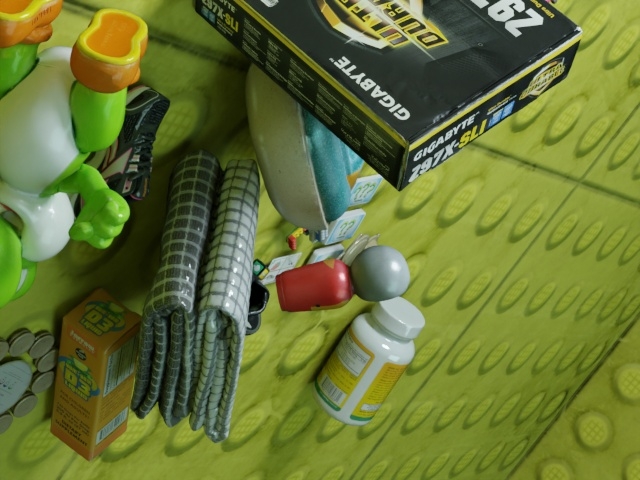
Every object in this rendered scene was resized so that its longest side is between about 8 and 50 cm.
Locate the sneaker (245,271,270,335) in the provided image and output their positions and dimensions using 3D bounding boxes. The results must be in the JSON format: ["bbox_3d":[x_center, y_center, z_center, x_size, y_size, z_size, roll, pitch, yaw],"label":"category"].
[{"bbox_3d":[-0.109,0.084,1.974,0.067,0.078,0.188,-39,155,-18],"label":"sneaker"}]

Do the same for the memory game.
[{"bbox_3d":[-0.388,0.178,1.744,0.186,0.012,0.186,-37,154,-22],"label":"memory game"}]

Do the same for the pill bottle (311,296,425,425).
[{"bbox_3d":[0.082,0.194,2.395,0.117,0.117,0.208,-6,133,-55],"label":"pill bottle"}]

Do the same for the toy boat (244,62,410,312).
[{"bbox_3d":[0.008,-0.063,1.681,0.148,0.318,0.267,-11,152,3],"label":"toy boat"}]

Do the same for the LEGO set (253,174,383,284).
[{"bbox_3d":[0.000,0.000,2.048,0.244,0.060,0.182,-12,138,-56],"label":"LEGO set"}]

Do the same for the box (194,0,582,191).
[{"bbox_3d":[0.067,-0.228,1.508,0.257,0.322,0.079,-33,153,-28],"label":"box"}]

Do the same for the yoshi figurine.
[{"bbox_3d":[-0.293,-0.056,1.369,0.203,0.203,0.362,-5,137,-34],"label":"yoshi figurine"}]

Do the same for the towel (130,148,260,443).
[{"bbox_3d":[-0.147,0.067,1.720,0.284,0.121,0.235,103,-7,-50],"label":"towel"}]

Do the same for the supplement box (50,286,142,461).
[{"bbox_3d":[-0.281,0.169,1.812,0.080,0.078,0.233,-40,156,-42],"label":"supplement box"}]

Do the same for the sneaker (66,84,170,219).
[{"bbox_3d":[-0.207,-0.081,1.576,0.072,0.077,0.178,-2,129,-59],"label":"sneaker"}]

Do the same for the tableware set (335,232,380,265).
[{"bbox_3d":[0.037,0.043,2.194,0.141,0.020,0.168,-52,165,11],"label":"tableware set"}]

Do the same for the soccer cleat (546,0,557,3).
[{"bbox_3d":[0.206,-0.327,1.839,0.331,0.116,0.143,-43,120,-45],"label":"soccer cleat"}]
